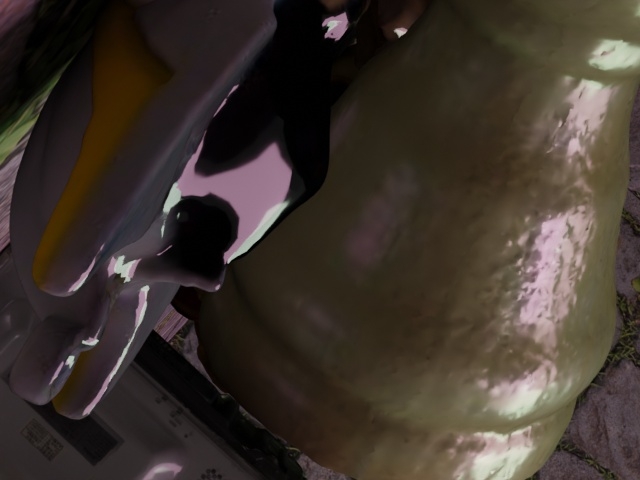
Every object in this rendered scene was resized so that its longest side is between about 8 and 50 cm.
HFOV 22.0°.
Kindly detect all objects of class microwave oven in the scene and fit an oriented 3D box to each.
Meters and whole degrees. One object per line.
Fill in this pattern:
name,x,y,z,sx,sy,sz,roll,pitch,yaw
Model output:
microwave oven,-0.118,0.110,0.916,0.122,0.208,0.162,-48,179,-1

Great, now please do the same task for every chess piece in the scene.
chess piece,0.109,-0.090,0.876,0.234,0.234,0.442,-47,163,-55

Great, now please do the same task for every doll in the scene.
doll,-0.029,-0.073,0.630,0.316,0.103,0.145,-56,-162,-22

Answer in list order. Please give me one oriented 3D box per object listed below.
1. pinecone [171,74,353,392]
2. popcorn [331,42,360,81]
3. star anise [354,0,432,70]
pinecone,0.000,0.000,1.213,0.244,0.244,0.309,-47,169,-22
popcorn,0.087,-0.039,1.501,0.293,0.292,0.334,11,92,-53
star anise,0.135,-0.236,1.264,0.315,0.108,0.315,-44,172,-8
